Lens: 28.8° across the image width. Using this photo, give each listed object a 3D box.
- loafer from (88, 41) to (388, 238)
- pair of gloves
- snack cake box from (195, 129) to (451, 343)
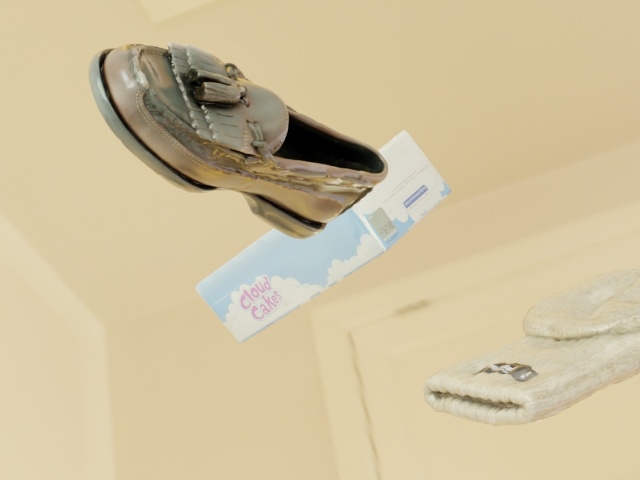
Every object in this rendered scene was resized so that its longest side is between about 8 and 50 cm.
[{"bbox_3d":[-0.044,-0.076,0.820,0.267,0.084,0.096,28,-139,-59],"label":"loafer"},{"bbox_3d":[0.195,0.050,0.572,0.204,0.240,0.042,-26,-74,-42],"label":"pair of gloves"},{"bbox_3d":[0.000,0.000,1.374,0.089,0.264,0.152,52,-136,-3],"label":"snack cake box"}]
